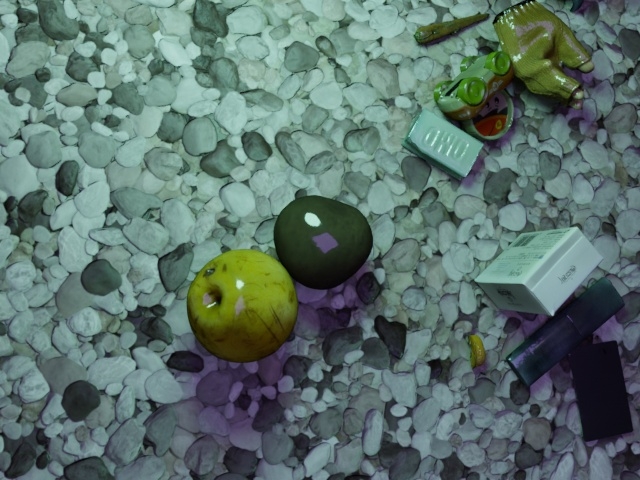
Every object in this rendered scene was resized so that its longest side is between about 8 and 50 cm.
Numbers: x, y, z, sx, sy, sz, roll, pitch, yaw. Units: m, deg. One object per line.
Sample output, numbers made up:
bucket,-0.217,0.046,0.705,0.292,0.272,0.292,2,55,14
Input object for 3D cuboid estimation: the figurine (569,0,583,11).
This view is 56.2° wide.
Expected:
figurine,0.702,-0.772,1.690,0.265,0.197,0.175,20,81,-28

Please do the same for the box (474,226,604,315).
box,0.558,0.079,1.558,0.203,0.274,0.116,-43,95,-10

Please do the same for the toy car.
toy car,0.454,-0.387,1.660,0.235,0.145,0.235,-5,101,-24

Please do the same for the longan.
longan,0.000,0.000,1.499,0.246,0.215,0.246,-1,92,-32

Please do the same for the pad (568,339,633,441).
pad,0.798,0.427,1.711,0.159,0.009,0.265,-7,86,-10

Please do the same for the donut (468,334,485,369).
donut,0.428,0.303,1.645,0.038,0.067,0.083,-6,55,-4

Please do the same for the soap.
soap,0.335,-0.265,1.652,0.198,0.063,0.114,29,83,-6

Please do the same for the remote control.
remote control,0.690,0.255,1.685,0.377,0.044,0.107,-37,97,-10

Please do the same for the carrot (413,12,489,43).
carrot,0.374,-0.606,1.697,0.254,0.049,0.049,-22,90,-15

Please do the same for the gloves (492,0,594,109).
gloves,0.622,-0.510,1.673,0.203,0.155,0.356,-27,75,-17

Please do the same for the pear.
pear,-0.187,0.154,1.423,0.280,0.281,0.281,1,86,-10
